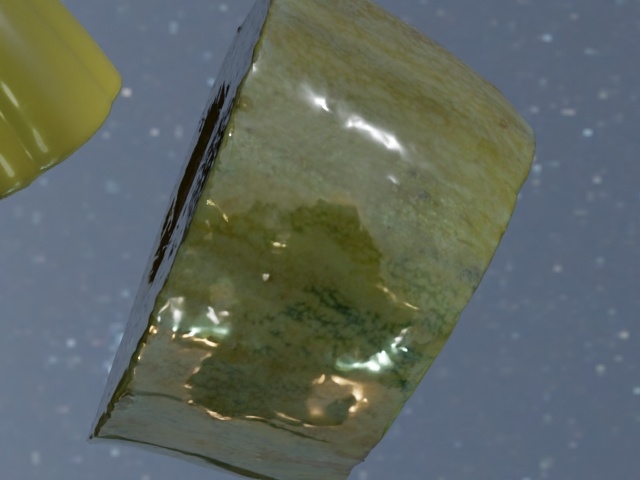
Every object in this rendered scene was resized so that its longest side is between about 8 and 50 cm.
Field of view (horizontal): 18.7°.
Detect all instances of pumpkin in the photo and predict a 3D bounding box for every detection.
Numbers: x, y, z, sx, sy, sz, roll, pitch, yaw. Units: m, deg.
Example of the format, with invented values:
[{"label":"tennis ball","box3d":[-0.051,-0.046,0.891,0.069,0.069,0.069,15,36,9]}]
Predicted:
[{"label":"pumpkin","box3d":[0.000,0.000,1.221,0.332,0.199,0.332,-160,-90,-86]}]

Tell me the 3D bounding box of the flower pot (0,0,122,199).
[{"label":"flower pot","box3d":[-0.283,-0.147,1.550,0.195,0.195,0.179,19,-36,58]}]
